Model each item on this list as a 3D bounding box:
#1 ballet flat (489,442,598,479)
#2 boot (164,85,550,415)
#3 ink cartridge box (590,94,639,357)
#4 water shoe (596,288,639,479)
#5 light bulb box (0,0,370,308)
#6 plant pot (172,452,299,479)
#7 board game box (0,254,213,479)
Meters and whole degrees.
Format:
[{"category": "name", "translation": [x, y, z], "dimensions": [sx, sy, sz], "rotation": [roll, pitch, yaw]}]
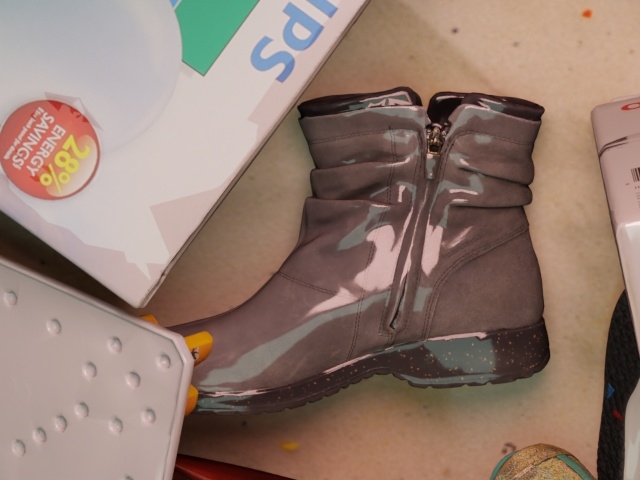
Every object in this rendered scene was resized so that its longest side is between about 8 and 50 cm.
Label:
[{"category": "ballet flat", "translation": [0.166, 0.328, 1.452], "dimensions": [0.123, 0.123, 0.348], "rotation": [7, 108, 3]}, {"category": "boot", "translation": [0.000, 0.000, 1.395], "dimensions": [0.338, 0.118, 0.222], "rotation": [-8, 103, -5]}, {"category": "ink cartridge box", "translation": [0.293, -0.022, 1.269], "dimensions": [0.197, 0.273, 0.114], "rotation": [-10, 109, 8]}, {"category": "water shoe", "translation": [0.259, 0.111, 1.427], "dimensions": [0.080, 0.073, 0.203], "rotation": [-1, 113, -16]}, {"category": "light bulb box", "translation": [-0.149, -0.215, 1.274], "dimensions": [0.361, 0.225, 0.358], "rotation": [36, 106, -5]}, {"category": "plant pot", "translation": [-0.001, 0.302, 1.384], "dimensions": [0.236, 0.267, 0.267], "rotation": [5, 89, -17]}, {"category": "board game box", "translation": [-0.268, 0.184, 1.409], "dimensions": [0.390, 0.050, 0.390], "rotation": [22, 110, 29]}]
